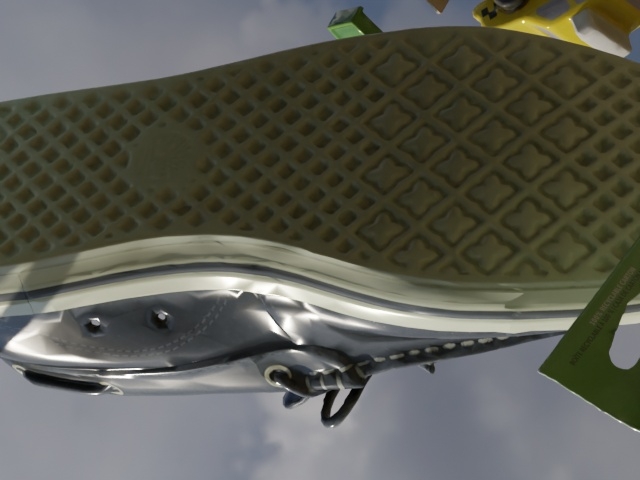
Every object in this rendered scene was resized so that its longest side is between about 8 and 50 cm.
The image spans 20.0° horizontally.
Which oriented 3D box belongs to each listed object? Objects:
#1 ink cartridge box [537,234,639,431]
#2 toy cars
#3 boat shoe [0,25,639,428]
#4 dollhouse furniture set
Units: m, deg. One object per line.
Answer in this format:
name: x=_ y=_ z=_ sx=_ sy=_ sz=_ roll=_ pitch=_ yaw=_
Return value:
ink cartridge box: x=0.205 y=0.054 z=0.714 sx=0.209 sy=0.062 sz=0.109 roll=30 pitch=-123 yaw=17
toy cars: x=0.330 y=-0.212 z=1.532 sx=0.176 sy=0.393 sz=0.087 roll=91 pitch=169 yaw=-60
boat shoe: x=0.000 y=0.000 z=1.001 sx=0.156 sy=0.500 sz=0.187 roll=63 pitch=-151 yaw=-49
dollhouse furniture set: x=0.069 y=-0.199 z=1.355 sx=0.058 sy=0.076 sz=0.152 roll=42 pitch=-116 yaw=-27
